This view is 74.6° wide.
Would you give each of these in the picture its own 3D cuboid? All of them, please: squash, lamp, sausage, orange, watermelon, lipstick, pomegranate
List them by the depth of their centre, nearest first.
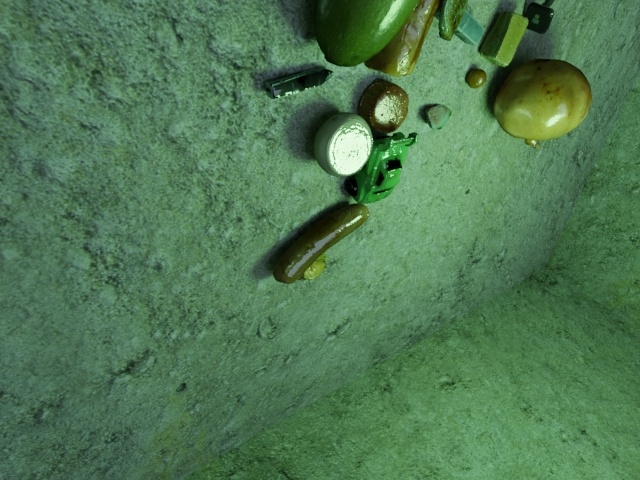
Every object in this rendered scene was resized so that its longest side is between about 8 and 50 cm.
[{"bbox_3d":[0.111,-0.652,1.213,0.310,0.310,0.309,0,125,-40],"label":"squash"},{"bbox_3d":[0.506,-0.827,1.569,0.289,0.076,0.078,8,116,-44],"label":"lipstick"},{"bbox_3d":[-0.001,-0.003,1.771,0.500,0.123,0.136,-40,101,-9],"label":"sausage"},{"bbox_3d":[1.025,-1.007,1.779,0.283,0.203,0.124,-51,159,0],"label":"lamp"},{"bbox_3d":[0.503,-0.536,1.817,0.180,0.081,0.094,-27,122,-44],"label":"watermelon"},{"bbox_3d":[0.676,-0.701,1.822,0.084,0.085,0.085,-22,134,-25],"label":"orange"},{"bbox_3d":[1.006,-0.618,1.929,0.411,0.411,0.412,-22,134,-25],"label":"pomegranate"}]

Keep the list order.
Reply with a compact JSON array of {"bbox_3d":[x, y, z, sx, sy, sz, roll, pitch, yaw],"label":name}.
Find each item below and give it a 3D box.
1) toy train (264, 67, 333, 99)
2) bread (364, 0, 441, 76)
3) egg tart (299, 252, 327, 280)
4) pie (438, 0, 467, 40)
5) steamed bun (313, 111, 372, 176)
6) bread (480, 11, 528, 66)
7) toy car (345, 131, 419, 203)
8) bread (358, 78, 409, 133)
[{"bbox_3d":[-0.064,-0.518,1.367,0.251,0.048,0.055,-27,132,-29],"label":"toy train"},{"bbox_3d":[0.264,-0.720,1.369,0.148,0.195,0.344,-24,139,-52],"label":"bread"},{"bbox_3d":[-0.043,0.116,1.881,0.191,0.074,0.191,-21,135,-23],"label":"egg tart"},{"bbox_3d":[0.450,-0.786,1.395,0.241,0.054,0.241,-55,160,-31],"label":"pie"},{"bbox_3d":[0.071,-0.353,1.536,0.231,0.145,0.232,-16,121,-28],"label":"steamed bun"},{"bbox_3d":[0.766,-0.843,1.758,0.138,0.102,0.197,-2,120,-42],"label":"bread"},{"bbox_3d":[0.246,-0.294,1.698,0.213,0.176,0.359,-16,136,-29],"label":"toy car"},{"bbox_3d":[0.247,-0.503,1.595,0.199,0.104,0.199,-22,134,-25],"label":"bread"}]
